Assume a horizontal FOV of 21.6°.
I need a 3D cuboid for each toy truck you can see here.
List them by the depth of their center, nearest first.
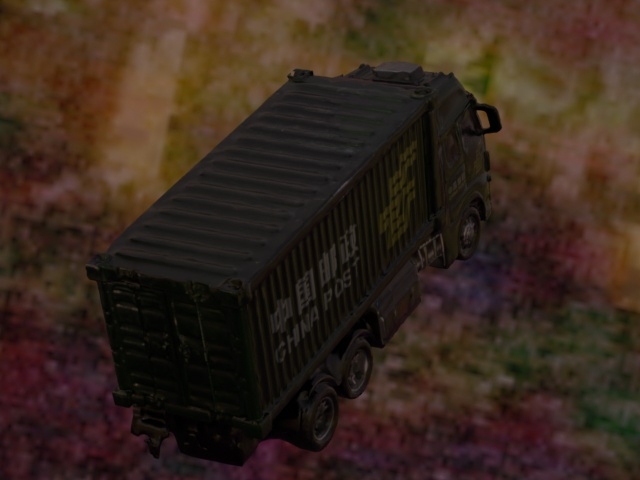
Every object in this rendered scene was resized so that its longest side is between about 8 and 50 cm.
[{"bbox_3d":[0.000,0.000,0.817,0.088,0.121,0.259,10,35,27],"label":"toy truck"}]
